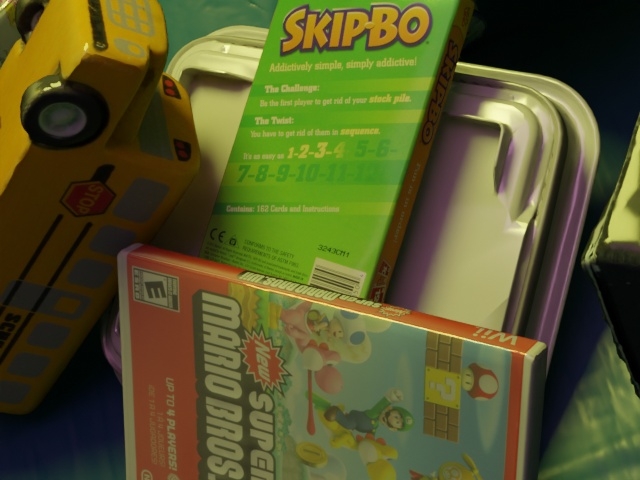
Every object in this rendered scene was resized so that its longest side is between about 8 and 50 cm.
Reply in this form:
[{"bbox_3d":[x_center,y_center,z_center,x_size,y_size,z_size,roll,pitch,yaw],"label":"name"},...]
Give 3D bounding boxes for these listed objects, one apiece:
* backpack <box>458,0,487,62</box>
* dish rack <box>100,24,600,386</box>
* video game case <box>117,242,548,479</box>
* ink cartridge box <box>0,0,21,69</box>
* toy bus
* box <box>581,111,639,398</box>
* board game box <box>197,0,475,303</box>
[{"bbox_3d":[0.065,-0.149,1.064,0.114,0.105,0.084,-26,78,10],"label":"backpack"},{"bbox_3d":[0.000,0.000,0.970,0.333,0.072,0.285,13,87,26],"label":"dish rack"},{"bbox_3d":[-0.003,0.125,0.895,0.285,0.204,0.025,13,25,27],"label":"video game case"},{"bbox_3d":[-0.242,-0.167,1.177,0.175,0.127,0.072,-46,55,-8],"label":"ink cartridge box"},{"bbox_3d":[-0.184,-0.025,0.965,0.332,0.130,0.108,-52,36,34],"label":"toy bus"},{"bbox_3d":[0.453,-0.090,0.758,0.480,0.297,0.471,11,66,28],"label":"box"},{"bbox_3d":[0.008,-0.065,0.917,0.124,0.039,0.259,17,92,25],"label":"board game box"}]
